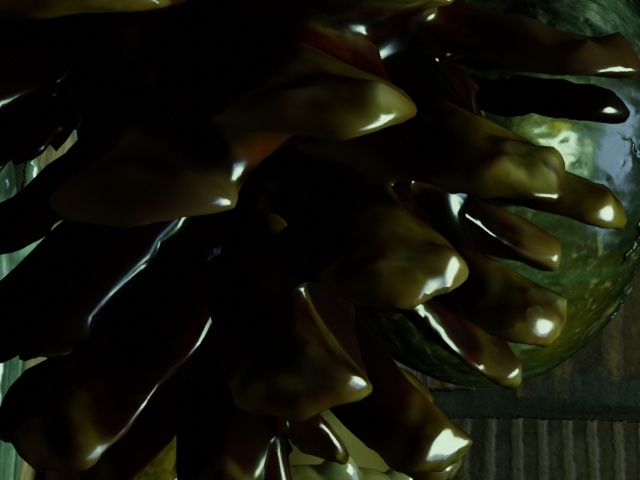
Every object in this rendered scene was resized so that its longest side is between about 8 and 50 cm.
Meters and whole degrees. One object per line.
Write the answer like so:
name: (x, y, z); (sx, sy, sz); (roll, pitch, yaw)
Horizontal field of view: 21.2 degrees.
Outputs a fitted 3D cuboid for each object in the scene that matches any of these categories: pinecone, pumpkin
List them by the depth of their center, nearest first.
pinecone: (-0.022, -0.031, 0.523); (0.264, 0.264, 0.264); (1, 90, -83)
pumpkin: (0.180, -0.076, 1.705); (0.454, 0.344, 0.454); (-174, -90, -89)

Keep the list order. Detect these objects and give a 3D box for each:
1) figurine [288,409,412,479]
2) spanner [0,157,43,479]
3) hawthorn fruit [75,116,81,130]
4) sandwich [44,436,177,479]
figurine: (0.001, 0.174, 1.040); (0.173, 0.177, 0.247); (111, 1, -50)
spanner: (-0.127, 0.109, 0.662); (0.071, 0.017, 0.302); (54, 37, -77)
hawthorn fruit: (-0.070, -0.088, 0.703); (0.140, 0.125, 0.125); (-38, 132, -51)
sandwich: (-0.064, 0.197, 0.832); (0.288, 0.100, 0.254); (78, 16, -58)
